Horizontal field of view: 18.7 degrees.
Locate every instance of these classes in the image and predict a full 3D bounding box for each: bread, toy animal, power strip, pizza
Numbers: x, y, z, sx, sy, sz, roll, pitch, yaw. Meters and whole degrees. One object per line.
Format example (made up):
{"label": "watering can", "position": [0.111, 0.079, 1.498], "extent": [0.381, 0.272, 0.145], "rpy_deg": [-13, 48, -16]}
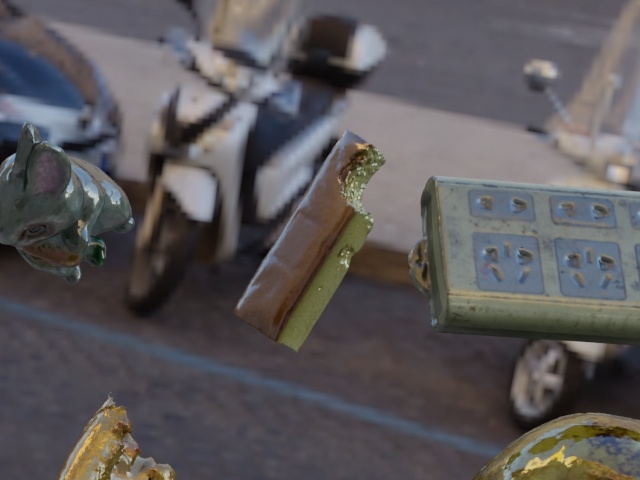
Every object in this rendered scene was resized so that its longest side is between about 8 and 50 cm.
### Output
{"label": "bread", "position": [0.000, 0.000, 1.983], "extent": [0.049, 0.226, 0.088], "rpy_deg": [33, -2, -39]}
{"label": "toy animal", "position": [-0.264, -0.041, 1.825], "extent": [0.127, 0.125, 0.251], "rpy_deg": [11, -13, 10]}
{"label": "power strip", "position": [0.182, 0.016, 1.069], "extent": [0.268, 0.034, 0.092], "rpy_deg": [4, 56, -11]}
{"label": "pizza", "position": [-0.081, 0.171, 0.967], "extent": [0.131, 0.178, 0.041], "rpy_deg": [24, -34, -22]}

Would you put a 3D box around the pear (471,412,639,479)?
{"label": "pear", "position": [0.156, 0.185, 1.026], "extent": [0.197, 0.197, 0.197], "rpy_deg": [9, 15, -2]}
